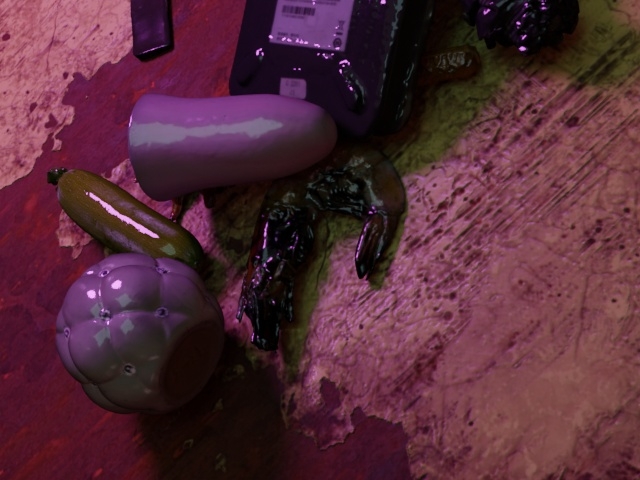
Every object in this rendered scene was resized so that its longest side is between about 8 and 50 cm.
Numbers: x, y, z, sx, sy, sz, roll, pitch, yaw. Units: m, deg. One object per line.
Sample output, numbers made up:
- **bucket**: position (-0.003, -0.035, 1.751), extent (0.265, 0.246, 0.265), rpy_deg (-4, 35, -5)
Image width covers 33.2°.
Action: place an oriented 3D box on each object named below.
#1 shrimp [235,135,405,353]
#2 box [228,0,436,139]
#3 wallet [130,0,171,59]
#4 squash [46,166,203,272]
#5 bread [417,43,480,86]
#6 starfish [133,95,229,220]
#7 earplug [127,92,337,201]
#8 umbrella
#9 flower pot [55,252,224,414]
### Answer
- **shrimp**: position (0.000, 0.000, 1.615), extent (0.233, 0.071, 0.364), rpy_deg (5, 66, 25)
- **box**: position (0.015, -0.348, 1.683), extent (0.359, 0.091, 0.350), rpy_deg (18, 97, 41)
- **wallet**: position (-0.315, -0.408, 1.989), extent (0.082, 0.018, 0.156), rpy_deg (-19, 61, 19)
- **squash**: position (-0.333, -0.032, 1.787), extent (0.379, 0.101, 0.101), rpy_deg (31, 85, 30)
- **bread**: position (0.169, -0.265, 1.648), extent (0.157, 0.044, 0.052), rpy_deg (-9, 68, 25)
- **starfish**: position (-0.210, -0.143, 1.795), extent (0.213, 0.057, 0.238), rpy_deg (5, 72, 22)
- **earplug**: position (-0.120, -0.156, 1.638), extent (0.301, 0.172, 0.172), rpy_deg (-4, 67, 20)
- **umbrella**: position (0.237, -0.378, 1.616), extent (0.337, 0.128, 0.154), rpy_deg (30, 94, 40)
- **flower pot**: position (-0.261, 0.139, 1.590), extent (0.195, 0.246, 0.246), rpy_deg (27, 83, 27)
